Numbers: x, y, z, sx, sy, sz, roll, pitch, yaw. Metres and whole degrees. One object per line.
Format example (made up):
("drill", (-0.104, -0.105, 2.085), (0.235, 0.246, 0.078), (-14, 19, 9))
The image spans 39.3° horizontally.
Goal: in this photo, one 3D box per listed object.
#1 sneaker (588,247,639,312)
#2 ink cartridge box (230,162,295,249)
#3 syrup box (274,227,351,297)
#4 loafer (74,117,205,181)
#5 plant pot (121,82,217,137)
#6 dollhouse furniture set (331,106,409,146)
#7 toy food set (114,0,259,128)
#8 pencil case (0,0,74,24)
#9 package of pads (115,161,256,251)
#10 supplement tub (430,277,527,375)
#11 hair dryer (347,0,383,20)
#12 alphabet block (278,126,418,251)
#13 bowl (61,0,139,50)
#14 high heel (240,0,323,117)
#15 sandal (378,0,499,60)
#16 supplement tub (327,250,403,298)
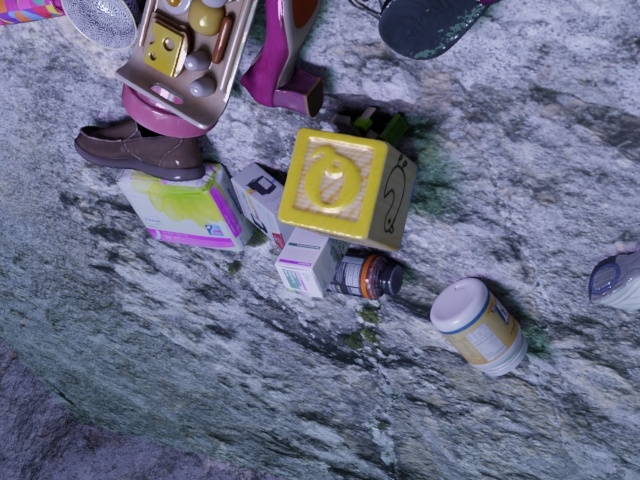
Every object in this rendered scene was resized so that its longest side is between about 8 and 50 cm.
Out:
("sneaker", (0.639, 0.059, 1.669), (0.129, 0.111, 0.297), (23, 154, -19))
("ink cartridge box", (-0.112, -0.074, 2.002), (0.175, 0.072, 0.127), (40, 158, 39))
("syrup box", (0.000, 0.000, 1.930), (0.096, 0.237, 0.093), (9, 143, 28))
("loafer", (-0.413, -0.230, 2.072), (0.366, 0.134, 0.130), (13, 107, 26))
("plant pot", (-0.276, -0.332, 1.756), (0.201, 0.201, 0.180), (27, 132, 4))
("dollhouse furniture set", (0.096, -0.225, 1.752), (0.152, 0.058, 0.076), (20, 159, 50))
("toy food set", (-0.242, -0.377, 1.565), (0.220, 0.092, 0.306), (31, 120, 16))
("pencil case", (-0.590, -0.501, 1.843), (0.236, 0.104, 0.104), (2, 138, 33))
("package of pads", (-0.332, -0.091, 2.187), (0.297, 0.101, 0.229), (6, 141, 31))
("supplement tub", (0.357, 0.195, 2.005), (0.144, 0.144, 0.199), (-15, 127, 48))
("hair dryer", (0.042, -0.471, 1.408), (0.293, 0.080, 0.224), (43, 144, -20))
("alphabet block", (0.057, -0.095, 1.738), (0.193, 0.192, 0.197), (11, 178, 24))
("bowl", (-0.417, -0.467, 1.765), (0.170, 0.080, 0.170), (19, 146, 13))
("high heel", (-0.097, -0.381, 1.606), (0.181, 0.127, 0.377), (24, 143, 22))
("sandal", (0.237, -0.401, 1.289), (0.168, 0.107, 0.446), (22, 141, -15))
("supplement tub", (0.090, 0.079, 2.090), (0.198, 0.106, 0.106), (9, 142, 29))
